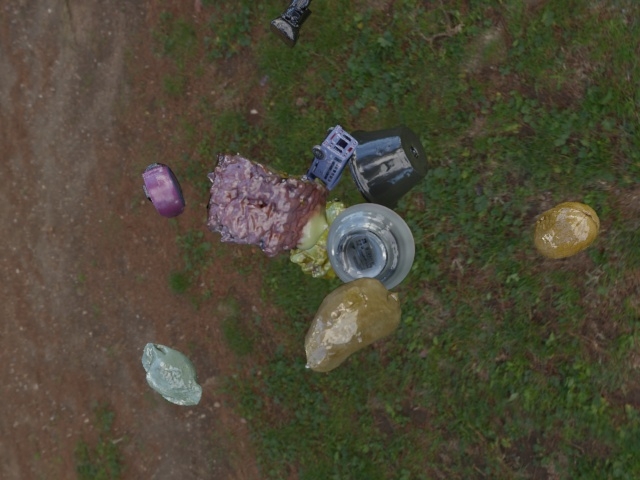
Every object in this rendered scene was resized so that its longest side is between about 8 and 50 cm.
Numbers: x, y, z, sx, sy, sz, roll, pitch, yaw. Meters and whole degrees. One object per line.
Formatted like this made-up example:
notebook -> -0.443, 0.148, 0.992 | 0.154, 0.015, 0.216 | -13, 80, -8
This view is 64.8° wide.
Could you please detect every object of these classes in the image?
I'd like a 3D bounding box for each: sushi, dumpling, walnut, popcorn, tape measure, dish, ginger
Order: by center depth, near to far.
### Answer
sushi -> -0.095, -0.060, 0.965 | 0.236, 0.270, 0.171 | 18, 93, 7
ginger -> 0.067, 0.168, 1.071 | 0.138, 0.267, 0.152 | 50, 162, 24
tape measure -> -0.364, -0.113, 1.179 | 0.074, 0.125, 0.118 | -24, 66, -6
dish -> 0.124, 0.031, 1.397 | 0.260, 0.085, 0.260 | 5, 105, 21
dumpling -> -0.426, 0.385, 1.403 | 0.219, 0.108, 0.153 | 42, 98, 11
walnut -> 0.718, -0.028, 1.488 | 0.159, 0.159, 0.207 | 61, 156, 13
popcorn -> -0.005, 0.006, 1.978 | 0.325, 0.290, 0.321 | 37, 162, 0

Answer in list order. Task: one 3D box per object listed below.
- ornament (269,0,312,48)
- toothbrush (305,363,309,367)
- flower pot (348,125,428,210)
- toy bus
ornament -> -0.066, -0.796, 1.700 | 0.106, 0.251, 0.260 | 30, 102, -15
toothbrush -> 0.034, 0.466, 2.060 | 0.307, 0.029, 0.025 | -35, 34, 37
flower pot -> 0.214, -0.232, 1.501 | 0.166, 0.269, 0.269 | -20, 84, 36
toy bus -> 0.016, -0.160, 1.054 | 0.076, 0.073, 0.167 | 34, 153, 1
